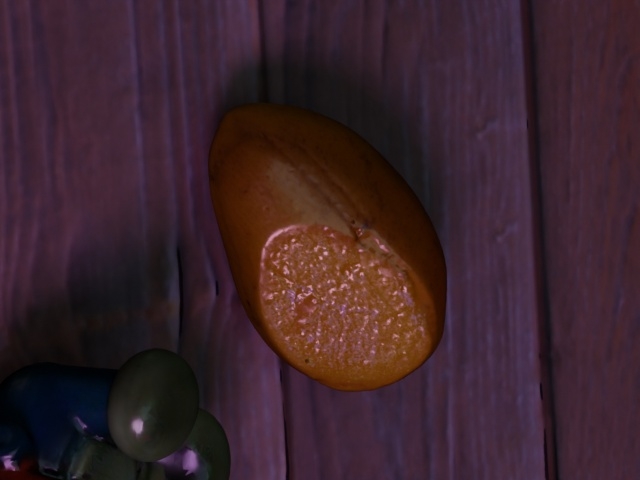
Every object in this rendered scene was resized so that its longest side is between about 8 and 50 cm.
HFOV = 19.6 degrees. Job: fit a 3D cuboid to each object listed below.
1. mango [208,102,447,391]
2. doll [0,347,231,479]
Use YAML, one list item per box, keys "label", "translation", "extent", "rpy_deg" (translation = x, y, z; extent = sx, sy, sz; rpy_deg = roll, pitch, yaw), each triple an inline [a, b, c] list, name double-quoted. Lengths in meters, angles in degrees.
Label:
- label: "mango"
  translation: [-0.001, -0.002, 1.248]
  extent: [0.141, 0.102, 0.217]
  rpy_deg: [-36, 109, 2]
- label: "doll"
  translation: [-0.189, 0.212, 1.104]
  extent: [0.322, 0.186, 0.198]
  rpy_deg: [-62, 151, -32]
